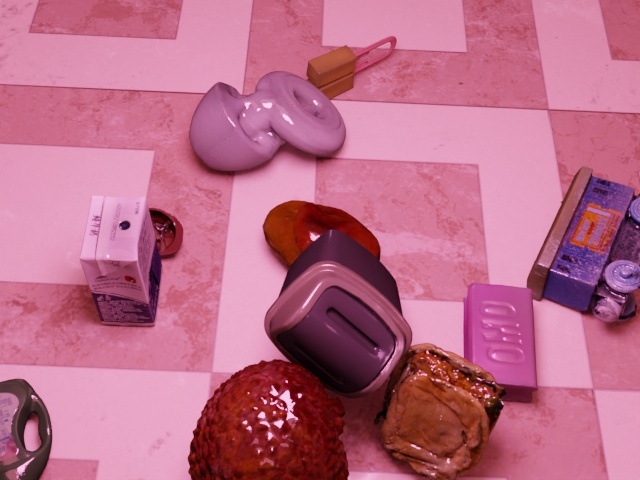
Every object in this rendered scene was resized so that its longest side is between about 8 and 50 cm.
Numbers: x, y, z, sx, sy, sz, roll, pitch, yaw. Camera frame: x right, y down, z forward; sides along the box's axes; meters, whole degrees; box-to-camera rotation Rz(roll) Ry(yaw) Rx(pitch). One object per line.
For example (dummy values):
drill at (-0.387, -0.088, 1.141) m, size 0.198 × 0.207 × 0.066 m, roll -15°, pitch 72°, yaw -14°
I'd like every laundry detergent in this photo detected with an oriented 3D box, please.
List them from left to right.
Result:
laundry detergent at (-0.494, 0.328, 1.409) m, size 0.137 × 0.063 × 0.210 m, roll -20°, pitch 58°, yaw -23°

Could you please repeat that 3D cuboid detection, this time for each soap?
soap at (0.314, 0.178, 1.544) m, size 0.122 × 0.065 × 0.203 m, roll 5°, pitch 56°, yaw 1°

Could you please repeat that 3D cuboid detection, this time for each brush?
brush at (0.076, -0.383, 1.906) m, size 0.233 × 0.103 × 0.047 m, roll -28°, pitch 64°, yaw -21°

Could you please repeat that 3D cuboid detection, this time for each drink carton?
drink carton at (-0.339, 0.038, 1.519) m, size 0.102 × 0.222 × 0.134 m, roll 3°, pitch 55°, yaw 0°

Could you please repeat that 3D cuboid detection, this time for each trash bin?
trash bin at (0.031, 0.115, 1.423) m, size 0.209 × 0.182 × 0.290 m, roll 40°, pitch 18°, yaw -11°

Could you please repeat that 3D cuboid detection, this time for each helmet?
helmet at (-0.307, -0.016, 1.661) m, size 0.111 × 0.057 × 0.089 m, roll 16°, pitch 92°, yaw 3°

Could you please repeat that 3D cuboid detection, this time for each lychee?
lychee at (-0.078, 0.312, 1.325) m, size 0.261 × 0.260 × 0.260 m, roll 1°, pitch 55°, yaw -2°

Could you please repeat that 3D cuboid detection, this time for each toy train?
toy train at (0.521, 0.012, 1.638) m, size 0.202 × 0.131 × 0.299 m, roll 20°, pitch 56°, yaw 20°

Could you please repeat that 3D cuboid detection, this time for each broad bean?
broad bean at (0.001, -0.003, 1.624) m, size 0.229 × 0.122 × 0.156 m, roll 32°, pitch 63°, yaw 14°

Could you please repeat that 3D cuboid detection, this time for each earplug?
earplug at (-0.103, -0.235, 1.767) m, size 0.326 × 0.175 × 0.214 m, roll -11°, pitch 54°, yaw -21°

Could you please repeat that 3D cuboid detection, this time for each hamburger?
hamburger at (0.190, 0.269, 1.407) m, size 0.183 × 0.206 × 0.130 m, roll 25°, pitch 22°, yaw 13°
